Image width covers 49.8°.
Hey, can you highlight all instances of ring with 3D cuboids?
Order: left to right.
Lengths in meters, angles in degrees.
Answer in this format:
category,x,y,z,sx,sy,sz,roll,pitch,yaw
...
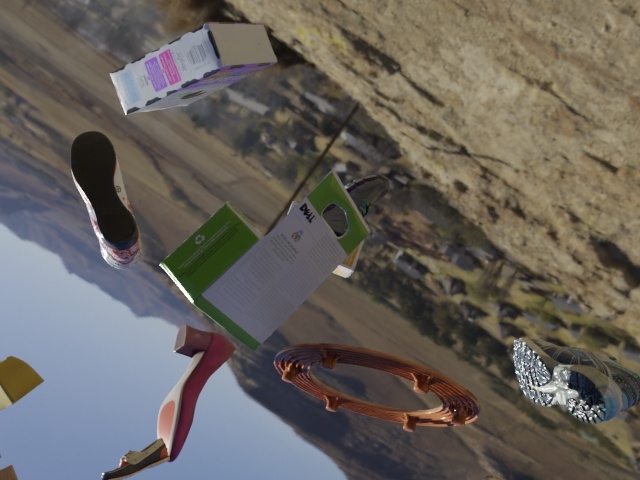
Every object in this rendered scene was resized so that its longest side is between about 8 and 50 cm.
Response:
category,x,y,z,sx,sy,sz,roll,pitch,yaw
ring,0.085,0.245,1.099,0.336,0.032,0.336,14,153,7

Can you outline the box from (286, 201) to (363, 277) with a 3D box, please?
category,x,y,z,sx,sy,sz,roll,pitch,yaw
box,0.000,0.000,1.722,0.203,0.114,0.103,22,164,-3

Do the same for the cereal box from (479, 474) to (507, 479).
category,x,y,z,sx,sy,sz,roll,pitch,yaw
cereal box,0.283,0.376,0.926,0.173,0.047,0.240,13,174,27

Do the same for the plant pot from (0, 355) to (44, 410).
category,x,y,z,sx,sy,sz,roll,pitch,yaw
plant pot,-0.635,0.285,1.404,0.081,0.081,0.083,-28,99,37

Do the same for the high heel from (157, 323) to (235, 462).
category,x,y,z,sx,sy,sz,roll,pitch,yaw
high heel,-0.319,0.415,1.850,0.181,0.377,0.127,27,145,-31

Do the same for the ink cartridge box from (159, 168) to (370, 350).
category,x,y,z,sx,sy,sz,roll,pitch,yaw
ink cartridge box,-0.068,0.012,0.993,0.097,0.255,0.189,42,173,35

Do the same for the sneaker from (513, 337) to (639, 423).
category,x,y,z,sx,sy,sz,roll,pitch,yaw
sneaker,0.442,0.236,1.197,0.122,0.110,0.283,-11,-168,-16

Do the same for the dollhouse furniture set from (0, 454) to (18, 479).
category,x,y,z,sx,sy,sz,roll,pitch,yaw
dollhouse furniture set,-0.806,0.396,1.346,0.355,0.303,0.174,66,158,4

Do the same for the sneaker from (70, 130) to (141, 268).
category,x,y,z,sx,sy,sz,roll,pitch,yaw
sneaker,-0.422,-0.073,1.356,0.270,0.090,0.145,64,159,22

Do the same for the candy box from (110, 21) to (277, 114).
category,x,y,z,sx,sy,sz,roll,pitch,yaw
candy box,-0.194,-0.266,1.067,0.196,0.165,0.070,-17,98,28

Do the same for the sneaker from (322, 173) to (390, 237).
category,x,y,z,sx,sy,sz,roll,pitch,yaw
sneaker,0.047,-0.032,1.234,0.098,0.224,0.083,50,165,34

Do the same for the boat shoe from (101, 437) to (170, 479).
category,x,y,z,sx,sy,sz,roll,pitch,yaw
boat shoe,-0.327,0.389,1.215,0.049,0.043,0.137,-23,171,40
